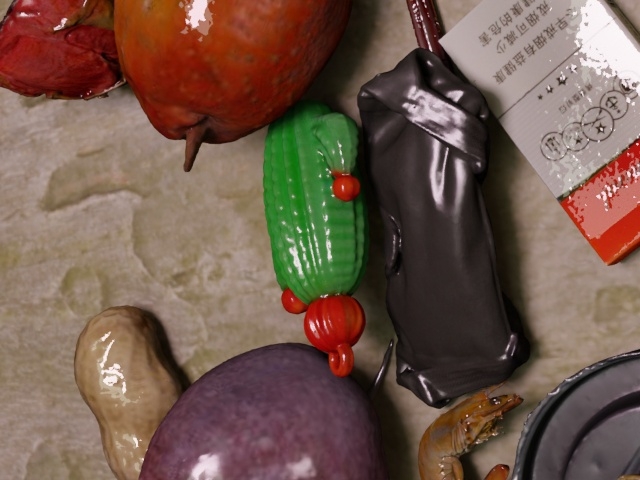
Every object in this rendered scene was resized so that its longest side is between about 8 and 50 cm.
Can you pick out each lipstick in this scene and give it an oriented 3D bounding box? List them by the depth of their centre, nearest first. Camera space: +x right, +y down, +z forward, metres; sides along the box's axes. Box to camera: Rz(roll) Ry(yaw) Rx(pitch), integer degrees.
[{"bbox_3d":[0.095,-0.178,1.205,0.027,0.027,0.176,-17,88,30],"label":"lipstick"}]

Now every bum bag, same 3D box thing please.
[{"bbox_3d":[0.108,-0.005,1.189,0.142,0.080,0.326,5,111,37],"label":"bum bag"}]

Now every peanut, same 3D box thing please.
[{"bbox_3d":[-0.178,0.176,1.374,0.104,0.086,0.227,-20,88,27],"label":"peanut"}]

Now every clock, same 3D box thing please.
[{"bbox_3d":[0.294,0.220,1.132,0.281,0.055,0.280,4,98,29],"label":"clock"}]

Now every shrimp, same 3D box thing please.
[{"bbox_3d":[0.133,0.187,1.200,0.162,0.045,0.095,-49,43,47],"label":"shrimp"}]

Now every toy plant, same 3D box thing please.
[{"bbox_3d":[-0.006,-0.006,1.233,0.155,0.088,0.240,9,100,64],"label":"toy plant"}]

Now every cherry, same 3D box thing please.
[{"bbox_3d":[-0.038,0.202,1.236,0.183,0.266,0.213,-23,83,66],"label":"cherry"}]

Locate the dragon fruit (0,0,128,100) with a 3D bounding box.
[{"bbox_3d":[-0.206,-0.213,1.298,0.148,0.218,0.223,33,73,-10],"label":"dragon fruit"}]

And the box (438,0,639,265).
[{"bbox_3d":[0.219,-0.115,1.139,0.139,0.035,0.245,-43,76,26],"label":"box"}]

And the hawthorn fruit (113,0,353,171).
[{"bbox_3d":[-0.085,-0.181,1.186,0.210,0.210,0.262,17,81,26],"label":"hawthorn fruit"}]

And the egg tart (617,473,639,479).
[{"bbox_3d":[0.300,0.312,1.044,0.297,0.132,0.297,7,101,35],"label":"egg tart"}]
